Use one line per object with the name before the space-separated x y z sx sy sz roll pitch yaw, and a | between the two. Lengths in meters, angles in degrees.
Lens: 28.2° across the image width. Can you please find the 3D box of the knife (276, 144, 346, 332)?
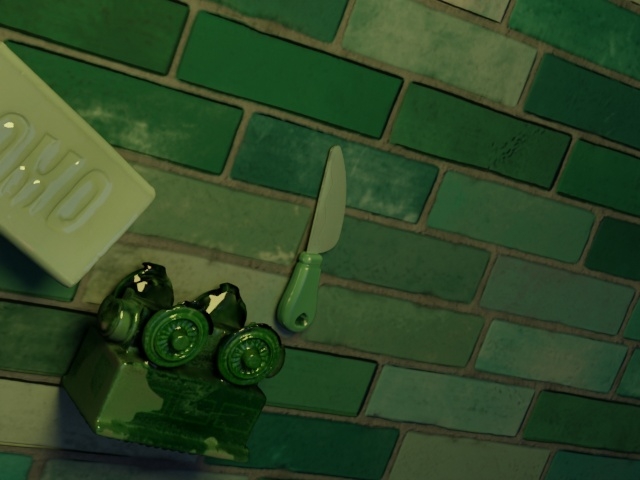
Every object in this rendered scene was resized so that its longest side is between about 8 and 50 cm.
knife | 0.001 0.001 1.713 0.063 0.034 0.260 11 101 -39

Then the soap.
soap | -0.331 -0.088 1.427 0.160 0.087 0.265 -47 127 -6

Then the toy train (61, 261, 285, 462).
toy train | -0.174 0.152 1.597 0.266 0.145 0.202 18 103 -36
